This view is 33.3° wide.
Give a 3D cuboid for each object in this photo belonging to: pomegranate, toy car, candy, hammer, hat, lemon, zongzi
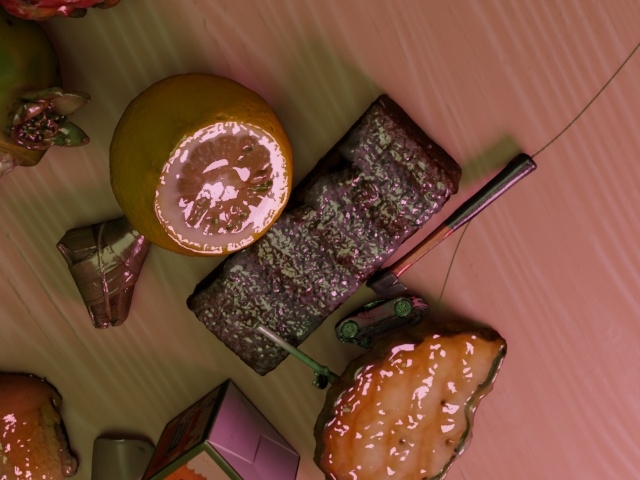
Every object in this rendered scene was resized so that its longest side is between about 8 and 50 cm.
[{"bbox_3d":[-0.433,-0.190,1.375,0.341,0.260,0.260,16,112,28],"label":"pomegranate"},{"bbox_3d":[0.088,0.111,1.543,0.142,0.069,0.055,-24,66,13],"label":"toy car"},{"bbox_3d":[0.007,0.185,1.515,0.084,0.078,0.288,-38,129,14],"label":"candy"},{"bbox_3d":[0.178,-0.021,1.479,0.288,0.111,0.033,-40,100,8],"label":"hammer"},{"bbox_3d":[-0.317,0.391,1.668,0.147,0.085,0.175,-1,110,7],"label":"hat"},{"bbox_3d":[-0.167,-0.107,1.413,0.240,0.219,0.240,-13,120,-24],"label":"lemon"},{"bbox_3d":[-0.274,0.039,1.548,0.176,0.078,0.160,-16,112,8],"label":"zongzi"}]

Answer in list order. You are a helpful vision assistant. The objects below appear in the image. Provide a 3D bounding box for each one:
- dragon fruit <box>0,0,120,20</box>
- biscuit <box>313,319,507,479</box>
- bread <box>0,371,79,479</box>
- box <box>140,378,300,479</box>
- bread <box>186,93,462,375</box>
[{"bbox_3d":[-0.317,-0.404,1.318,0.296,0.314,0.263,10,155,17],"label":"dragon fruit"},{"bbox_3d":[0.140,0.252,1.533,0.335,0.078,0.329,-36,128,-14],"label":"biscuit"},{"bbox_3d":[-0.519,0.308,1.624,0.262,0.162,0.204,-15,96,-4],"label":"bread"},{"bbox_3d":[-0.147,0.345,1.576,0.148,0.195,0.177,-38,102,17],"label":"box"},{"bbox_3d":[0.000,0.000,1.486,0.165,0.113,0.416,42,109,-7],"label":"bread"}]
